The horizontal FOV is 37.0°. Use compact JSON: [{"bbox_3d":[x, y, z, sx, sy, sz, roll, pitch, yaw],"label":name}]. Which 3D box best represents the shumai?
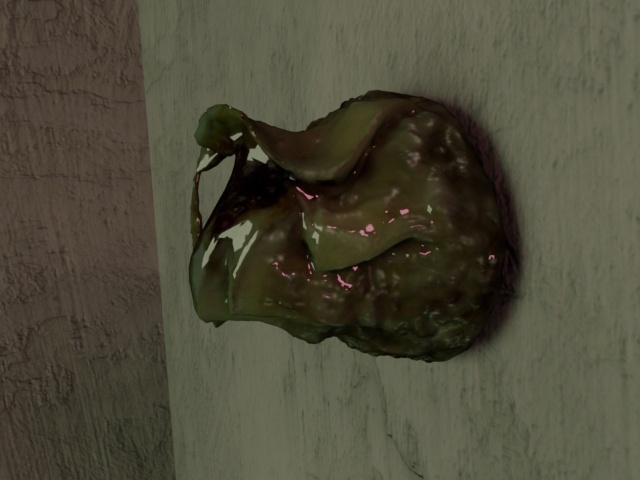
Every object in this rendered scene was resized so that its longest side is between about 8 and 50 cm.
[{"bbox_3d":[0.000,0.000,1.170,0.395,0.348,0.394,30,125,55],"label":"shumai"}]
